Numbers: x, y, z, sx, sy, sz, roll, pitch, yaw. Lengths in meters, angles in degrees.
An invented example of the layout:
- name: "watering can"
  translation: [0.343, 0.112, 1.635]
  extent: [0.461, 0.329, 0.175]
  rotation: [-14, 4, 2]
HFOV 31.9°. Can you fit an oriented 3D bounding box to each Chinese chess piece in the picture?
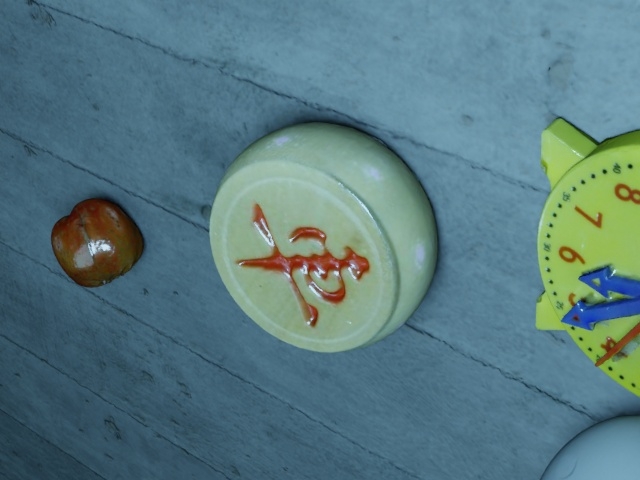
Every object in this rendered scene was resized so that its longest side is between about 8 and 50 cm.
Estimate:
- name: "Chinese chess piece"
  translation: [0.000, 0.000, 1.182]
  extent: [0.251, 0.097, 0.251]
  rotation: [15, 123, 24]

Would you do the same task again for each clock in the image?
- name: "clock"
  translation: [0.304, 0.040, 0.963]
  extent: [0.293, 0.071, 0.277]
  rotation: [16, 130, 37]

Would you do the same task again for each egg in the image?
- name: "egg"
  translation: [0.293, 0.267, 1.076]
  extent: [0.176, 0.176, 0.232]
  rotation: [31, 129, 25]

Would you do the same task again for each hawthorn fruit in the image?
- name: "hawthorn fruit"
  translation: [-0.308, 0.004, 1.535]
  extent: [0.128, 0.128, 0.128]
  rotation: [27, 137, 29]
